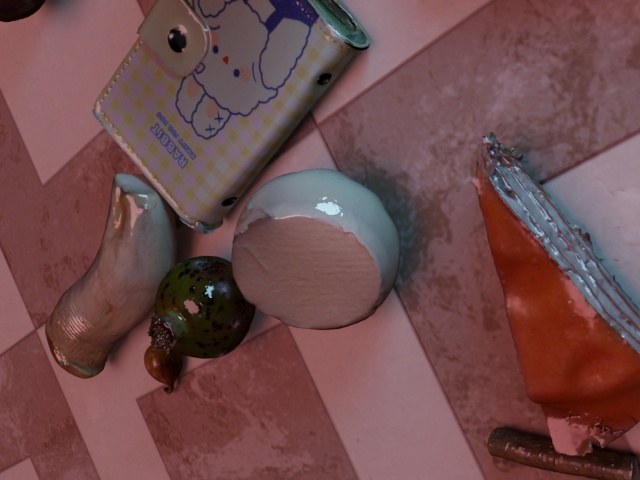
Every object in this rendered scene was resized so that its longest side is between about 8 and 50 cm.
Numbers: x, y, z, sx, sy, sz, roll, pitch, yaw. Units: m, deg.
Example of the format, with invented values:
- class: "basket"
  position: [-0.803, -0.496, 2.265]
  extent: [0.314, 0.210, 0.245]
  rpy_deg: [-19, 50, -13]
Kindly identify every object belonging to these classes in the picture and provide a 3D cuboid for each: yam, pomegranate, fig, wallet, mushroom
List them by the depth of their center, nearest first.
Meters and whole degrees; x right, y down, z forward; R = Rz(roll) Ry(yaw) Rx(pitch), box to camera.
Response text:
- class: "yam"
  position: [0.226, 0.202, 0.882]
  extent: [0.145, 0.032, 0.032]
  rpy_deg: [3, 104, 41]
- class: "wallet"
  position: [-0.108, -0.179, 1.030]
  extent: [0.223, 0.077, 0.309]
  rpy_deg: [52, 127, 13]
- class: "pomegranate"
  position: [-0.134, 0.082, 1.093]
  extent: [0.130, 0.130, 0.130]
  rpy_deg: [12, 110, 38]
- class: "mushroom"
  position: [-0.266, 0.055, 1.207]
  extent: [0.122, 0.095, 0.351]
  rpy_deg: [41, 129, 7]
- class: "fig"
  position: [-0.202, 0.169, 1.230]
  extent: [0.050, 0.050, 0.083]
  rpy_deg: [24, 134, 34]

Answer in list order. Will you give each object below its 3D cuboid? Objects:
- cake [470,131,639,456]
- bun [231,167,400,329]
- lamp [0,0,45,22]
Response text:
- class: "cake"
  position: [0.210, 0.036, 0.810]
  extent: [0.135, 0.098, 0.288]
  rpy_deg: [-22, 92, 43]
- class: "bun"
  position: [0.000, 0.000, 0.956]
  extent: [0.172, 0.120, 0.173]
  rpy_deg: [8, 131, 10]
- class: "lamp"
  position: [-0.381, -0.352, 1.167]
  extent: [0.134, 0.157, 0.156]
  rpy_deg: [-3, 139, 7]
